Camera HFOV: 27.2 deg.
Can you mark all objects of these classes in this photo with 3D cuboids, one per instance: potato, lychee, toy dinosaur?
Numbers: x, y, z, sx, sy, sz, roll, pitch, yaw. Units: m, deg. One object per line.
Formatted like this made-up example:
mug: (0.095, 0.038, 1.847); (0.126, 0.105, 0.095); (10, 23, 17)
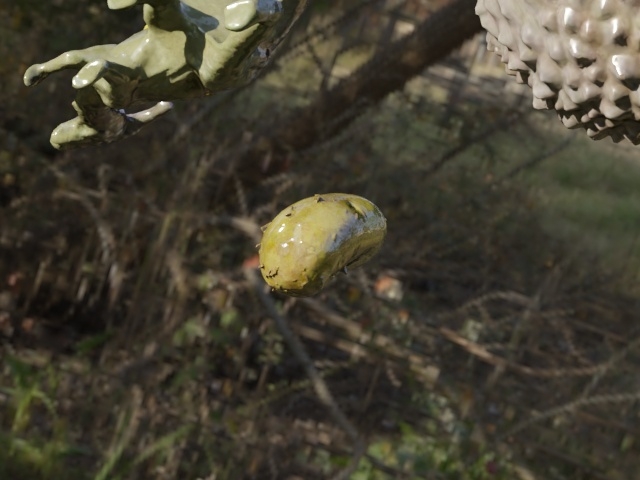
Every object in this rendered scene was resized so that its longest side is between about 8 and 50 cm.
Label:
potato: (0.000, 0.000, 1.075); (0.070, 0.091, 0.138); (55, 27, 5)
lychee: (0.360, -0.311, 1.508); (0.380, 0.432, 0.380); (-7, -24, -3)
toy dinosaur: (-0.112, -0.145, 1.015); (0.294, 0.077, 0.162); (-16, -8, 26)

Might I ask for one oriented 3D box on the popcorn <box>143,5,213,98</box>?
popcorn: (-0.161, -0.302, 1.917); (0.197, 0.155, 0.197); (9, 50, -11)
